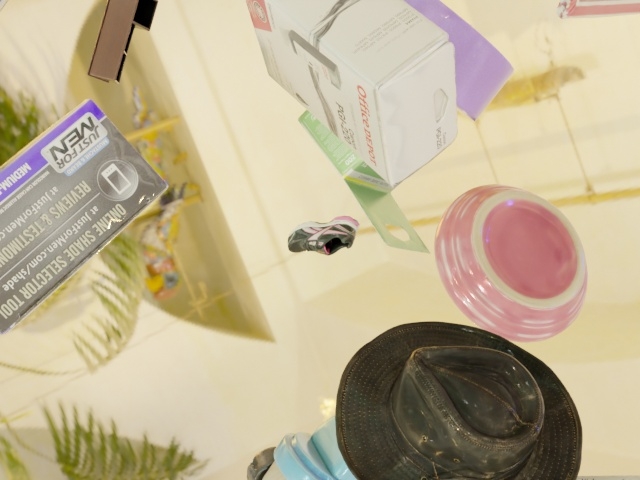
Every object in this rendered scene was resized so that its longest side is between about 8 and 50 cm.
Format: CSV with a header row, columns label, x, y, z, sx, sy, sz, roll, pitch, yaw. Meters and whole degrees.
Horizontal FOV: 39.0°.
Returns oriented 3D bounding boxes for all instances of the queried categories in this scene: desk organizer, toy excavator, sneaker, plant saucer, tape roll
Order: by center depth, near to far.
label,x,y,z,sx,sy,sz,roll,pitch,yaw
tape roll,0.130,-0.280,1.236,0.090,0.275,0.275,-52,-178,11
desk organizer,-0.273,-0.281,1.250,0.050,0.130,0.047,18,-177,26
toy excavator,0.150,0.409,1.665,0.445,0.433,0.222,-55,-156,7
plant saucer,0.386,0.030,1.754,0.332,0.332,0.084,-26,167,-30
sneaker,0.000,0.000,2.037,0.178,0.072,0.077,-18,-138,28

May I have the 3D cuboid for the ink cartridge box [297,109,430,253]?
label,x,y,z,sx,sy,sz,roll,pitch,yaw
ink cartridge box,0.082,-0.093,1.306,0.056,0.235,0.171,-43,158,18

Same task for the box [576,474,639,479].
label,x,y,z,sx,sy,sz,roll,pitch,yaw
box,0.384,0.382,1.202,0.137,0.072,0.126,-3,-153,10

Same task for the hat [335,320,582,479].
label,x,y,z,sx,sy,sz,roll,pitch,yaw
hat,0.179,0.211,1.146,0.331,0.331,0.134,-24,148,-15

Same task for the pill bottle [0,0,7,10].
label,x,y,z,sx,sy,sz,roll,pitch,yaw
pill bottle,-0.604,-0.335,1.415,0.245,0.130,0.130,-62,-158,-16

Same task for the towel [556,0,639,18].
label,x,y,z,sx,sy,sz,roll,pitch,yaw
towel,0.313,-0.257,0.790,0.144,0.029,0.197,-7,164,-16

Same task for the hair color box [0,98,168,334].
label,x,y,z,sx,sy,sz,roll,pitch,yaw
hair color box,-0.288,-0.015,0.867,0.185,0.110,0.339,-45,-162,-21

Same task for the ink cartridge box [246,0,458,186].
label,x,y,z,sx,sy,sz,roll,pitch,yaw
ink cartridge box,0.029,-0.179,0.888,0.092,0.218,0.158,-39,150,-13
